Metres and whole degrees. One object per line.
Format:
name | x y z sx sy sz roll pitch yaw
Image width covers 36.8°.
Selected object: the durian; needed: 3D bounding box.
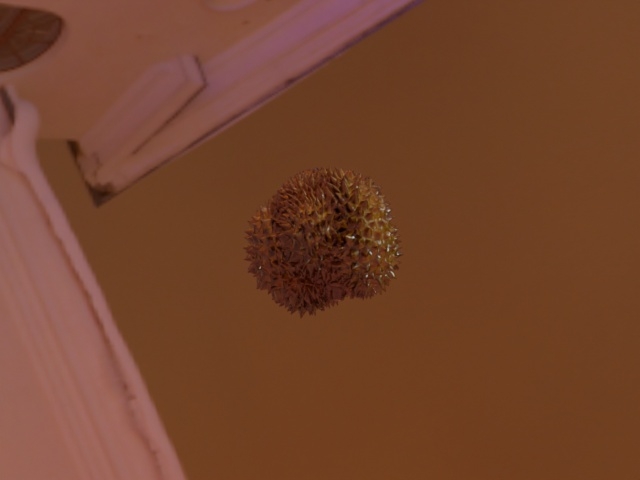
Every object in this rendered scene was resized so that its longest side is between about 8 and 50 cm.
durian | 0.000 0.000 0.963 0.158 0.137 0.168 -18 -132 7
